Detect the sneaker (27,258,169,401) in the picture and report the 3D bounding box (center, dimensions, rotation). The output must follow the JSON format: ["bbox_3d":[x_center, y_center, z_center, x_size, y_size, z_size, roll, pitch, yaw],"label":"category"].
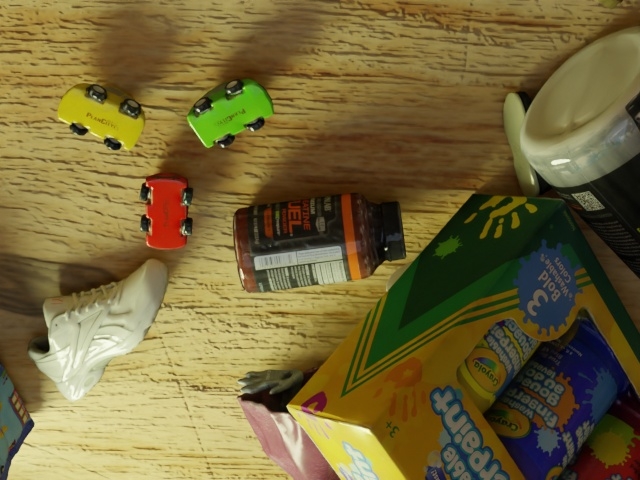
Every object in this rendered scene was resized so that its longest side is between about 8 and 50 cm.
[{"bbox_3d":[-0.280,0.096,1.915,0.115,0.090,0.232,37,113,-16],"label":"sneaker"}]

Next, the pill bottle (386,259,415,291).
[{"bbox_3d":[0.146,0.104,1.921,0.087,0.087,0.160,-26,118,14],"label":"pill bottle"}]

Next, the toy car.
[{"bbox_3d":[-0.155,-0.124,1.804,0.225,0.053,0.239,-26,118,14],"label":"toy car"}]

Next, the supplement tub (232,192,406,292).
[{"bbox_3d":[0.000,0.000,1.849,0.197,0.106,0.106,-8,120,3],"label":"supplement tub"}]

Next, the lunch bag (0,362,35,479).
[{"bbox_3d":[-0.550,0.210,1.974,0.293,0.138,0.221,-10,122,20],"label":"lunch bag"}]

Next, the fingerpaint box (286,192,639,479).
[{"bbox_3d":[0.229,0.231,1.837,0.371,0.163,0.445,-46,119,-25],"label":"fingerpaint box"}]

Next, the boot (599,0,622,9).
[{"bbox_3d":[0.335,-0.397,1.555,0.269,0.089,0.236,-32,82,24],"label":"boot"}]

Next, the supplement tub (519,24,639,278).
[{"bbox_3d":[0.401,-0.062,1.757,0.207,0.207,0.338,-38,114,20],"label":"supplement tub"}]

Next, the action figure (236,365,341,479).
[{"bbox_3d":[0.023,0.328,1.990,0.275,0.248,0.370,-19,109,-12],"label":"action figure"}]

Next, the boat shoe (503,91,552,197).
[{"bbox_3d":[0.246,-0.116,1.820,0.042,0.049,0.133,-25,114,-18],"label":"boat shoe"}]
